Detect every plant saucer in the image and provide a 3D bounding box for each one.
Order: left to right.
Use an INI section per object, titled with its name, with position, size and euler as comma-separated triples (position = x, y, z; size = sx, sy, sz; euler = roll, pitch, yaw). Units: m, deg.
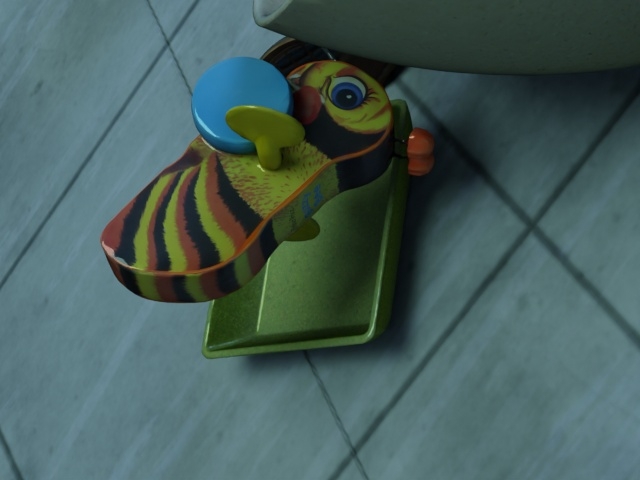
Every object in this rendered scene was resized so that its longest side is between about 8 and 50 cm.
[plant saucer]
position = 0.000, 0.000, 1.331
size = 0.188, 0.045, 0.188
euler = -9, 65, 46

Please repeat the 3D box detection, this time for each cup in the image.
[cup]
position = 0.134, -0.234, 1.112
size = 0.331, 0.237, 0.331
euler = -58, 14, 24

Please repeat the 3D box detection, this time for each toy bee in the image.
[toy bee]
position = -0.012, -0.069, 1.213
size = 0.162, 0.195, 0.298
euler = 29, 92, 16

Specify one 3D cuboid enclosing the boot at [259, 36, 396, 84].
[boot]
position = 0.033, -0.178, 1.380
size = 0.219, 0.082, 0.106
euler = -26, 32, 43
